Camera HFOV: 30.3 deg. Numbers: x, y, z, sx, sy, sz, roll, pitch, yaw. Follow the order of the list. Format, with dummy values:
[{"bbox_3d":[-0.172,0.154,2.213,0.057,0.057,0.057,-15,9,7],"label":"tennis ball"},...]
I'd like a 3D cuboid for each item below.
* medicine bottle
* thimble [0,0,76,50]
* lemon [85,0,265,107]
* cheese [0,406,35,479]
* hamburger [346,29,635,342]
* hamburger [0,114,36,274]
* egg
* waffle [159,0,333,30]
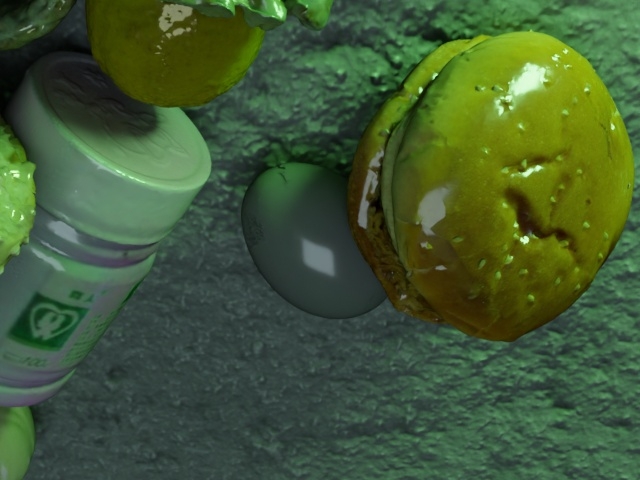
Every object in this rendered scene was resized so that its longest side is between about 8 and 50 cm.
[{"bbox_3d":[-0.279,-0.007,1.221,0.212,0.212,0.325,28,117,-19],"label":"medicine bottle"},{"bbox_3d":[-0.309,-0.257,1.093,0.190,0.143,0.138,-7,124,2],"label":"thimble"},{"bbox_3d":[-0.135,-0.216,1.108,0.180,0.181,0.193,14,113,-11],"label":"lemon"},{"bbox_3d":[-0.483,0.230,1.418,0.265,0.127,0.233,-6,124,3],"label":"cheese"},{"bbox_3d":[0.184,-0.057,1.194,0.314,0.170,0.290,-52,125,-13],"label":"hamburger"},{"bbox_3d":[-0.455,-0.074,1.047,0.287,0.445,0.268,-46,156,18],"label":"hamburger"},{"bbox_3d":[0.000,0.000,1.275,0.146,0.146,0.199,-34,114,18],"label":"egg"},{"bbox_3d":[-0.087,-0.331,1.011,0.309,0.292,0.056,17,164,-21],"label":"waffle"}]
